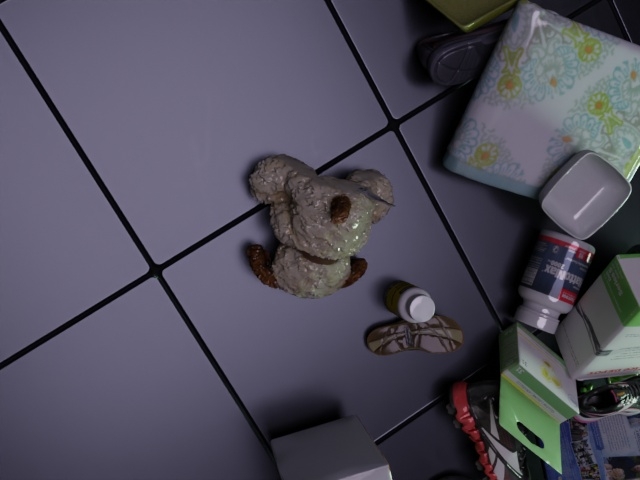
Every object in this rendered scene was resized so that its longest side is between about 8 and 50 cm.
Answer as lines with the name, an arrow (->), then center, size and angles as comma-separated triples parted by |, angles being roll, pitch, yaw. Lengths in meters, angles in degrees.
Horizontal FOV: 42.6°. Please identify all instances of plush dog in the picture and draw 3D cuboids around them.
plush dog -> 0.000, 0.000, 1.401 | 0.262, 0.211, 0.226 | 7, 118, -16

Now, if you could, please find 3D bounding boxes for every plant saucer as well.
plant saucer -> 0.271, -0.440, 1.437 | 0.188, 0.188, 0.045 | -30, 142, -10

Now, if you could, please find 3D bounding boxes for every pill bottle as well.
pill bottle -> 0.436, 0.080, 1.553 | 0.107, 0.108, 0.180 | 21, 91, -16
pill bottle -> 0.162, 0.112, 1.478 | 0.065, 0.116, 0.065 | -2, 97, -15

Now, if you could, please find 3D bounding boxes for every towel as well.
towel -> 0.443, -0.224, 1.484 | 0.374, 0.090, 0.321 | 14, 113, -19

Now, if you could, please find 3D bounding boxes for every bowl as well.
bowl -> 0.470, -0.088, 1.480 | 0.142, 0.053, 0.142 | 35, 106, -25

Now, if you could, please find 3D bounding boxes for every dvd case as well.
dvd case -> 0.542, 0.379, 1.582 | 0.252, 0.022, 0.181 | -8, 66, 1

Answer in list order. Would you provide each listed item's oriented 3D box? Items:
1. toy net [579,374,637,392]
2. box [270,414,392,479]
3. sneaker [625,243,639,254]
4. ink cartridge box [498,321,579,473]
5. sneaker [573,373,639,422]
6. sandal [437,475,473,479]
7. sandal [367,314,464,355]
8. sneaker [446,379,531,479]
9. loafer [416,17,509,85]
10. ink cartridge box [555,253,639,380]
toy net -> 0.636, 0.339, 1.667 | 0.232, 0.045, 0.122 | 41, 85, -16
box -> 0.046, 0.512, 1.401 | 0.168, 0.215, 0.346 | -16, 104, -9
sneaker -> 0.683, 0.100, 1.650 | 0.097, 0.084, 0.235 | -37, 106, -33
ink cartridge box -> 0.402, 0.284, 1.513 | 0.171, 0.235, 0.056 | 39, 122, -16
sneaker -> 0.567, 0.300, 1.559 | 0.178, 0.077, 0.072 | -21, 67, -5
sandal -> 0.315, 0.520, 1.531 | 0.254, 0.054, 0.097 | 27, 76, 24
sandal -> 0.175, 0.176, 1.529 | 0.180, 0.049, 0.072 | -7, 92, 1
sneaker -> 0.350, 0.375, 1.548 | 0.135, 0.098, 0.276 | -23, 103, 24
loafer -> 0.318, -0.357, 1.482 | 0.302, 0.095, 0.109 | -14, 133, -16
ink cartridge box -> 0.585, 0.141, 1.513 | 0.198, 0.273, 0.115 | -3, 55, -16
